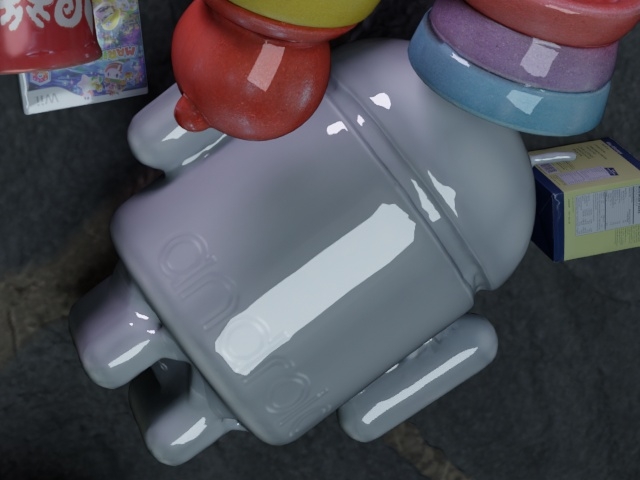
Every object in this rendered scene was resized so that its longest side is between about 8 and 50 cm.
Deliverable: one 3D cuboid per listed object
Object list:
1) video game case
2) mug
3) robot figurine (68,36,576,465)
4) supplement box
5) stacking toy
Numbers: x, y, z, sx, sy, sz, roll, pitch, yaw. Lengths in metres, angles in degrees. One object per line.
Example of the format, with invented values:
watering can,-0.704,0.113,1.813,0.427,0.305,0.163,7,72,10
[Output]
video game case,-0.164,-0.149,1.313,0.087,0.011,0.122,-12,116,-15
mug,-0.215,-0.193,1.214,0.150,0.113,0.169,-5,104,-11
robot figurine,0.000,0.000,1.328,0.353,0.200,0.300,-37,114,-1
supplement box,0.195,-0.031,1.451,0.083,0.083,0.056,-10,116,-15
stacking toy,0.029,-0.159,1.242,0.309,0.279,0.130,4,123,-24
